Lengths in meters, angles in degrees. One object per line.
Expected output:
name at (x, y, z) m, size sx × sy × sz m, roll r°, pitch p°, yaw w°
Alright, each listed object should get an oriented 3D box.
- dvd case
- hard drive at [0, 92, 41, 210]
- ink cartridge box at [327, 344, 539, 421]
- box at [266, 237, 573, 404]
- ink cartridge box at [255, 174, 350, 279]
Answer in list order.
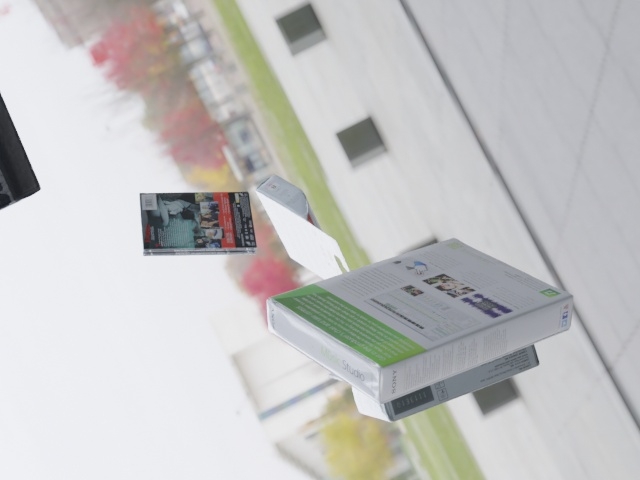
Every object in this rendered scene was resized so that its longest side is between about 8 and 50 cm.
dvd case at (-0.131, -0.018, 1.412) m, size 0.013 × 0.120 × 0.087 m, roll 101°, pitch 163°, yaw -45°
hard drive at (-0.406, -0.071, 1.223) m, size 0.054 × 0.255 × 0.172 m, roll -96°, pitch -9°, yaw -60°
ink cartridge box at (0.178, 0.212, 2.166) m, size 0.239 × 0.275 × 0.060 m, roll -3°, pitch 104°, yaw 70°
box at (0.127, 0.093, 1.696) m, size 0.232 × 0.322 × 0.058 m, roll 29°, pitch 126°, yaw 47°
ink cartridge box at (0.000, 0.000, 2.348) m, size 0.232 × 0.066 × 0.189 m, roll 27°, pitch 154°, yaw 42°
